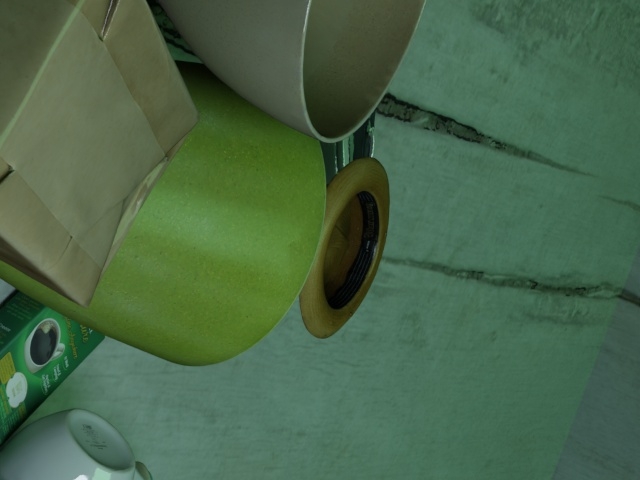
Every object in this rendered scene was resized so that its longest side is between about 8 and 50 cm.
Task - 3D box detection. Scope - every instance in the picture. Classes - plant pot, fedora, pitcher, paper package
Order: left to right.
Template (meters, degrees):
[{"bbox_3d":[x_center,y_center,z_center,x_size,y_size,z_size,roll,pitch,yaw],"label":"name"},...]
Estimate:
[{"bbox_3d":[-0.269,-0.127,1.110,0.168,0.325,0.309,-61,169,-9],"label":"paper package"},{"bbox_3d":[-0.284,0.255,1.634,0.207,0.125,0.178,-47,155,17],"label":"pitcher"},{"bbox_3d":[-0.193,-0.050,1.489,0.293,0.275,0.275,17,95,-47],"label":"plant pot"},{"bbox_3d":[-0.035,-0.244,1.450,0.284,0.191,0.284,-56,158,-37],"label":"plant pot"},{"bbox_3d":[0.000,0.000,1.694,0.194,0.079,0.194,-50,149,-44],"label":"fedora"}]

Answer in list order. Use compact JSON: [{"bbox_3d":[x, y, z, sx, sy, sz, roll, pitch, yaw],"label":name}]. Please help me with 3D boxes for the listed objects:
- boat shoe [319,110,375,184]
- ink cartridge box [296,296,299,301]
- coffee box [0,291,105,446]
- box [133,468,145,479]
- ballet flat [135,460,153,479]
[{"bbox_3d":[0.015,-0.099,1.963,0.091,0.114,0.302,-28,134,-45],"label":"boat shoe"},{"bbox_3d":[-0.096,0.004,1.779,0.218,0.158,0.092,-10,115,-60],"label":"ink cartridge box"},{"bbox_3d":[-0.279,0.107,1.649,0.184,0.040,0.113,-48,150,-33],"label":"coffee box"},{"bbox_3d":[-0.236,0.260,1.781,0.087,0.102,0.101,-56,151,-19],"label":"box"},{"bbox_3d":[-0.254,0.347,1.851,0.086,0.086,0.248,14,98,-64],"label":"ballet flat"}]
